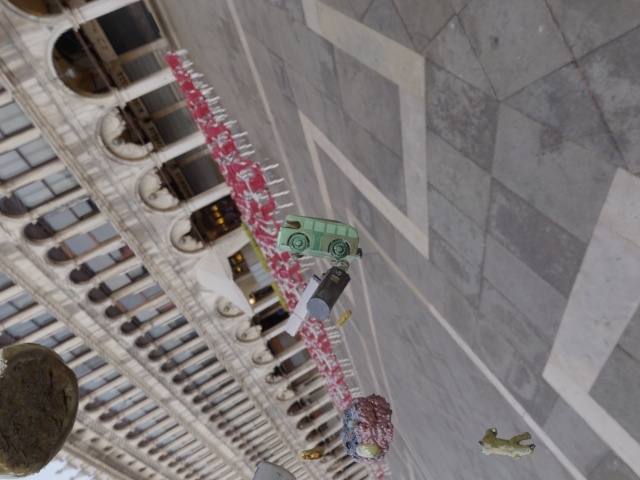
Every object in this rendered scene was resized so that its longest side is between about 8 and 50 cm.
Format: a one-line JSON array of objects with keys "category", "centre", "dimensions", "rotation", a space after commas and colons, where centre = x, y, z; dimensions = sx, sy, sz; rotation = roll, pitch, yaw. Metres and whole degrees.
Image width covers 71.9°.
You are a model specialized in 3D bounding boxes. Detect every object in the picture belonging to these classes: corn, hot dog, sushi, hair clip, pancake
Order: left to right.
[{"category": "pancake", "centre": [-0.827, 0.473, 1.245], "dimensions": [0.382, 0.071, 0.382], "rotation": [-9, -90, -85]}, {"category": "hair clip", "centre": [-0.060, 0.291, 2.021], "dimensions": [0.085, 0.331, 0.101], "rotation": [37, -155, 11]}, {"category": "hot dog", "centre": [-0.022, 0.683, 1.407], "dimensions": [0.034, 0.090, 0.030], "rotation": [-9, 79, 59]}, {"category": "corn", "centre": [0.096, 0.306, 1.745], "dimensions": [0.027, 0.083, 0.028], "rotation": [45, 169, -14]}, {"category": "sushi", "centre": [0.185, 0.750, 1.756], "dimensions": [0.236, 0.171, 0.270], "rotation": [-97, 17, -50]}]

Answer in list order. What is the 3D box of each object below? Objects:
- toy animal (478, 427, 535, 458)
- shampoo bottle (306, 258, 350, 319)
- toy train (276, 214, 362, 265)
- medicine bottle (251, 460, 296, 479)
[{"category": "toy animal", "centre": [0.684, 0.755, 1.620], "dimensions": [0.101, 0.219, 0.103], "rotation": [17, -110, -50]}, {"category": "shampoo bottle", "centre": [0.026, 0.108, 1.051], "dimensions": [0.057, 0.063, 0.207], "rotation": [40, -147, -1]}, {"category": "toy train", "centre": [0.000, 0.000, 1.646], "dimensions": [0.129, 0.326, 0.159], "rotation": [111, 168, -77]}, {"category": "medicine bottle", "centre": [-0.208, 0.958, 1.564], "dimensions": [0.157, 0.288, 0.157], "rotation": [17, 140, 14]}]
